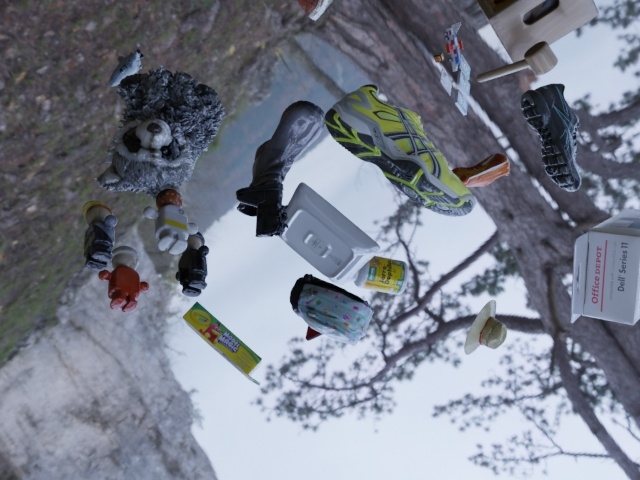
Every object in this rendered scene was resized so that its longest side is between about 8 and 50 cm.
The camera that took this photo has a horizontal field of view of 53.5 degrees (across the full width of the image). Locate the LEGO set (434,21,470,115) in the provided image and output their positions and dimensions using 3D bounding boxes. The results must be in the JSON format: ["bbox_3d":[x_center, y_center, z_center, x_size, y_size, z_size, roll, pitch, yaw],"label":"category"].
[{"bbox_3d":[0.409,-0.514,1.882,0.060,0.244,0.182,-4,-115,34],"label":"LEGO set"}]

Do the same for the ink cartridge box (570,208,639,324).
[{"bbox_3d":[0.694,0.059,1.445,0.119,0.207,0.353,10,-160,41],"label":"ink cartridge box"}]

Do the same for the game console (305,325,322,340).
[{"bbox_3d":[0.036,0.239,1.832,0.124,0.085,0.144,-29,-154,28],"label":"game console"}]

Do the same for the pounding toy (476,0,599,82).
[{"bbox_3d":[0.281,-0.309,0.893,0.181,0.094,0.206,-30,-153,21],"label":"pounding toy"}]

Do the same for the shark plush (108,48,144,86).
[{"bbox_3d":[-0.483,-0.435,1.608,0.161,0.073,0.067,-4,-144,46],"label":"shark plush"}]

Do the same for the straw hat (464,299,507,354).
[{"bbox_3d":[0.395,0.214,1.466,0.061,0.144,0.144,27,-132,33],"label":"straw hat"}]

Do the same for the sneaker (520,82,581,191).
[{"bbox_3d":[0.577,-0.248,1.513,0.106,0.267,0.101,-25,-172,-9],"label":"sneaker"}]

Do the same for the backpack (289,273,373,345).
[{"bbox_3d":[0.030,0.161,1.453,0.115,0.182,0.152,-66,151,-8],"label":"backpack"}]

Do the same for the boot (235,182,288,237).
[{"bbox_3d":[-0.115,-0.055,1.227,0.121,0.099,0.045,-7,171,33],"label":"boot"}]

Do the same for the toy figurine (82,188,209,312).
[{"bbox_3d":[-0.322,0.012,1.181,0.213,0.209,0.148,-14,-131,-1],"label":"toy figurine"}]

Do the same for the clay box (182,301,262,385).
[{"bbox_3d":[-0.206,0.235,1.419,0.053,0.222,0.127,-49,175,-16],"label":"clay box"}]

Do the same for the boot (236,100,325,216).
[{"bbox_3d":[-0.103,-0.201,1.689,0.338,0.118,0.222,-45,-155,53],"label":"boot"}]

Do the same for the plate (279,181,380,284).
[{"bbox_3d":[0.000,0.000,1.767,0.045,0.278,0.277,-50,180,-34],"label":"plate"}]

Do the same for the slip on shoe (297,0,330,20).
[{"bbox_3d":[0.004,-0.624,1.521,0.123,0.101,0.331,-51,-168,-6],"label":"slip on shoe"}]

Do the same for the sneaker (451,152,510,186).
[{"bbox_3d":[0.373,-0.150,1.533,0.175,0.067,0.064,-17,-137,16],"label":"sneaker"}]

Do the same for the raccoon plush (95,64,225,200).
[{"bbox_3d":[-0.330,-0.160,1.413,0.216,0.299,0.446,6,157,8],"label":"raccoon plush"}]

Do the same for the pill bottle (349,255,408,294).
[{"bbox_3d":[0.179,0.109,2.128,0.208,0.117,0.117,11,-179,-12],"label":"pill bottle"}]

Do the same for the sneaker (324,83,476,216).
[{"bbox_3d":[0.196,-0.203,1.396,0.147,0.385,0.145,-50,179,-14],"label":"sneaker"}]
